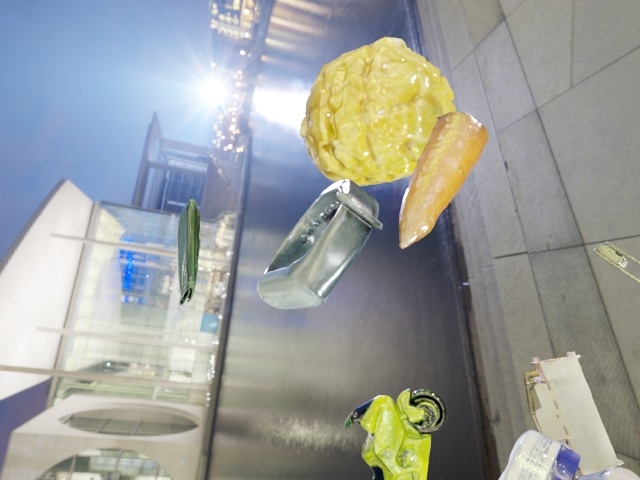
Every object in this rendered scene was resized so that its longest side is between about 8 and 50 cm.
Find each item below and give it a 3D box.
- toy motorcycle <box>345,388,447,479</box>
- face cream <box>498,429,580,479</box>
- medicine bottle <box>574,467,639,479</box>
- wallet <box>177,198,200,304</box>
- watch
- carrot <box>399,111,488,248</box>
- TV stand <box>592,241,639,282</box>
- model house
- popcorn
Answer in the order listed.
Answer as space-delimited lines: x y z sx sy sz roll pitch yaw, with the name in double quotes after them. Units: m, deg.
0.146 0.482 0.931 0.142 0.206 0.341 15 -96 -68 "toy motorcycle"
0.415 0.486 0.845 0.111 0.206 0.205 21 105 35 "face cream"
0.464 0.423 0.720 0.199 0.058 0.057 83 -173 -55 "medicine bottle"
-0.338 0.033 1.110 0.160 0.055 0.235 133 134 -58 "wallet"
0.000 0.000 0.576 0.192 0.068 0.206 -59 15 -25 "watch"
0.141 -0.069 0.521 0.205 0.072 0.072 -60 3 -26 "carrot"
0.742 0.081 0.981 0.042 0.036 0.249 -57 32 18 "TV stand"
0.692 0.499 1.256 0.244 0.169 0.325 48 -153 -71 "model house"
0.151 -0.318 1.105 0.354 0.390 0.344 22 138 48 "popcorn"
